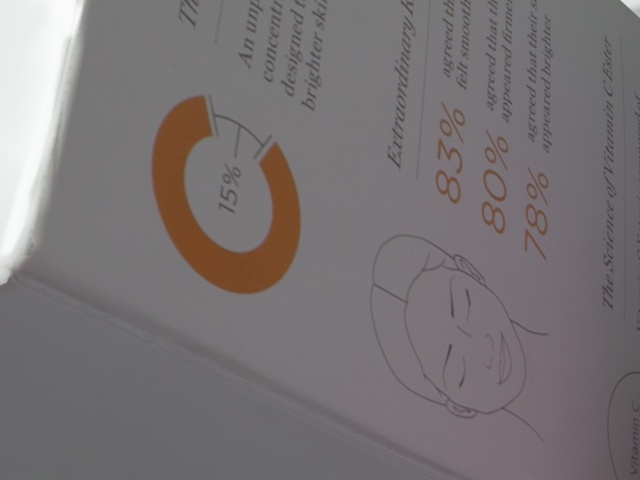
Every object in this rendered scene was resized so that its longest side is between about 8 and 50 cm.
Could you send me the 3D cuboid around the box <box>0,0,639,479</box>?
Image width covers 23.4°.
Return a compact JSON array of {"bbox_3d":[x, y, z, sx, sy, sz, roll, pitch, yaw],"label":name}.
[{"bbox_3d":[0.000,0.000,0.523,0.168,0.345,0.215,-18,54,38],"label":"box"}]
